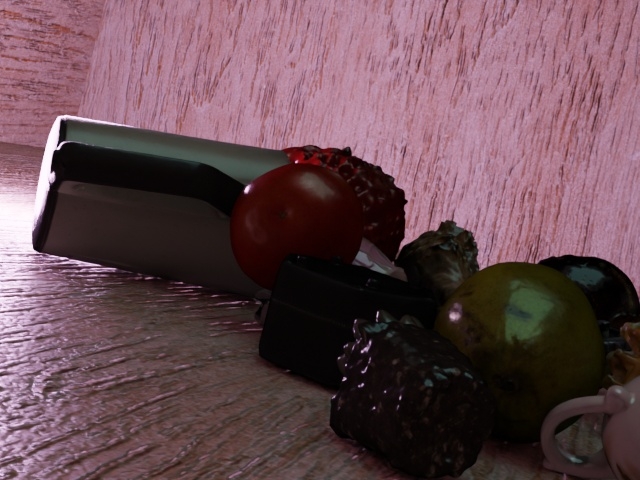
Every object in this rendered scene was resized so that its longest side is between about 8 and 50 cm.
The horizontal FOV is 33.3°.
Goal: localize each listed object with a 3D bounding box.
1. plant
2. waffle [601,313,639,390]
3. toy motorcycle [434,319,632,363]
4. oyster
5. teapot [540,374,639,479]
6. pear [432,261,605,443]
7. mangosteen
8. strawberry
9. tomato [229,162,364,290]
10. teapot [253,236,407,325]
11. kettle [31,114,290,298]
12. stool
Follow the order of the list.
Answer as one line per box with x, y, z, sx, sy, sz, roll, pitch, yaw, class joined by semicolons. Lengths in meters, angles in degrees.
0.084;0.152;1.073;0.129;0.132;0.194;16;9;-23;plant
0.513;0.180;1.384;0.281;0.262;0.060;-17;-38;7;waffle
0.283;0.148;1.528;0.327;0.143;0.188;-6;13;-27;toy motorcycle
0.222;0.096;1.894;0.133;0.197;0.337;7;27;-22;oyster
0.386;0.224;1.130;0.298;0.139;0.204;19;38;11;teapot
0.232;0.133;1.270;0.213;0.212;0.269;16;10;7;pear
0.418;0.158;1.715;0.231;0.231;0.289;10;46;-42;mangosteen
0.000;0.000;1.952;0.318;0.295;0.345;31;36;-15;strawberry
-0.036;-0.019;1.511;0.195;0.195;0.136;17;-8;20;tomato
0.028;0.069;1.609;0.178;0.163;0.222;23;10;31;teapot
-0.242;-0.062;1.672;0.377;0.249;0.361;11;-7;-18;kettle
0.037;0.103;1.365;0.232;0.141;0.232;16;6;-2;stool
